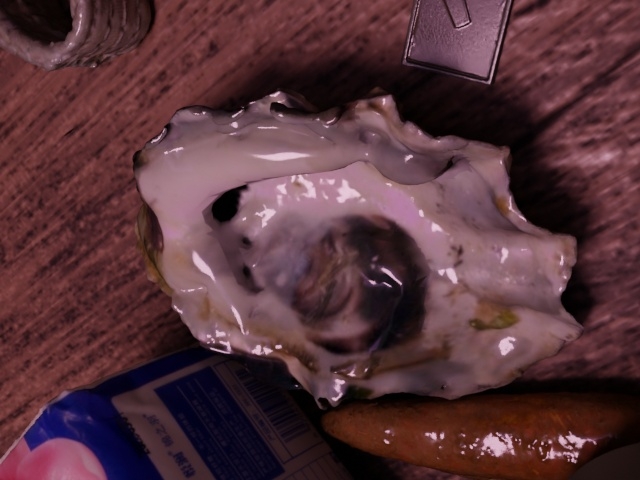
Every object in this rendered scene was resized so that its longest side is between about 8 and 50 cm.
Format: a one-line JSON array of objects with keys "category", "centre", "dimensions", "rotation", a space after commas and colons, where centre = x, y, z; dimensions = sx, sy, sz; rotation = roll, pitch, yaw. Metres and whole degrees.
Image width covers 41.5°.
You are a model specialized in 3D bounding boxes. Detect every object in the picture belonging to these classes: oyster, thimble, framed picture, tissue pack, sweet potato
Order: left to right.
[{"category": "thimble", "centre": [-0.192, -0.185, 0.626], "dimensions": [0.102, 0.090, 0.115], "rotation": [-27, 93, 26]}, {"category": "tissue pack", "centre": [-0.074, 0.220, 0.619], "dimensions": [0.269, 0.209, 0.137], "rotation": [50, 126, 16]}, {"category": "oyster", "centre": [0.001, -0.001, 0.594], "dimensions": [0.352, 0.115, 0.237], "rotation": [6, 118, 27]}, {"category": "framed picture", "centre": [0.092, -0.152, 0.555], "dimensions": [0.066, 0.007, 0.089], "rotation": [17, 113, 19]}, {"category": "sweet potato", "centre": [0.132, 0.144, 0.607], "dimensions": [0.315, 0.066, 0.072], "rotation": [-9, 86, 28]}]

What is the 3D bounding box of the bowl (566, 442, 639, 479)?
[{"category": "bowl", "centre": [0.219, 0.202, 0.497], "dimensions": [0.212, 0.112, 0.211], "rotation": [7, 115, 15]}]
